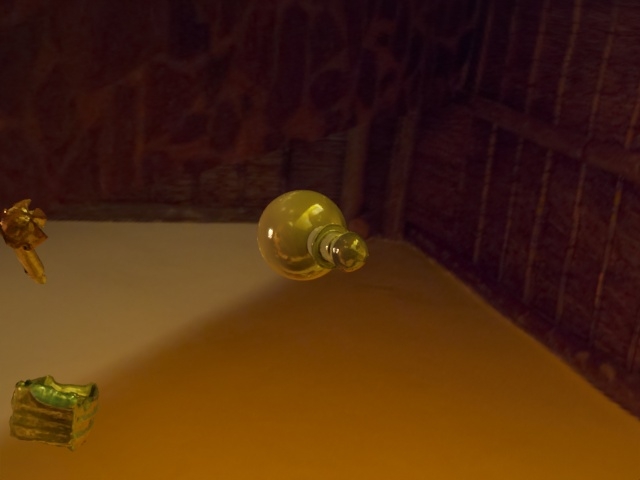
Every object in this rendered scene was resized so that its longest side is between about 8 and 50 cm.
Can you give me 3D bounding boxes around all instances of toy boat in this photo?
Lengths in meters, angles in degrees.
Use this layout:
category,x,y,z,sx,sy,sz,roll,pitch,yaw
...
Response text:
category,x,y,z,sx,sy,sz,roll,pitch,yaw
toy boat,-0.372,0.239,1.294,0.111,0.276,0.084,14,-98,-8

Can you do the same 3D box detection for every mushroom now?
category,x,y,z,sx,sy,sz,roll,pitch,yaw
mushroom,-0.383,0.006,1.215,0.060,0.061,0.187,48,-22,12

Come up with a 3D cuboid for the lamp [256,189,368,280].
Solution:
category,x,y,z,sx,sy,sz,roll,pitch,yaw
lamp,0.000,0.000,0.882,0.163,0.091,0.091,16,-65,64
